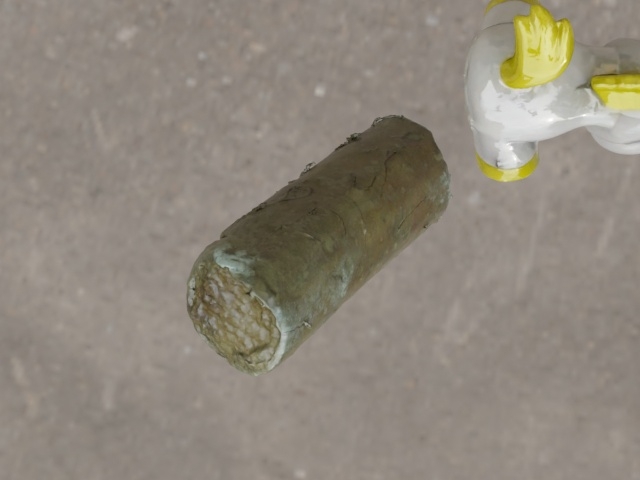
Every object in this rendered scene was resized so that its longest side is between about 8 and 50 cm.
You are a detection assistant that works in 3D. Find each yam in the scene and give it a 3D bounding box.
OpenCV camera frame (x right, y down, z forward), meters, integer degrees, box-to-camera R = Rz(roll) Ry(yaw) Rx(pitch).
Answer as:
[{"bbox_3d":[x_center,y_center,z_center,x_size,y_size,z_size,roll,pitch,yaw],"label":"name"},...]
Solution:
[{"bbox_3d":[0.000,0.000,0.705,0.054,0.132,0.054,19,127,27],"label":"yam"}]

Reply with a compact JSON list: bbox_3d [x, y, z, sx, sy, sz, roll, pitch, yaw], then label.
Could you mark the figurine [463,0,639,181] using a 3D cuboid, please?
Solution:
[{"bbox_3d":[0.167,-0.084,1.036,0.178,0.109,0.129,9,170,-13],"label":"figurine"}]
